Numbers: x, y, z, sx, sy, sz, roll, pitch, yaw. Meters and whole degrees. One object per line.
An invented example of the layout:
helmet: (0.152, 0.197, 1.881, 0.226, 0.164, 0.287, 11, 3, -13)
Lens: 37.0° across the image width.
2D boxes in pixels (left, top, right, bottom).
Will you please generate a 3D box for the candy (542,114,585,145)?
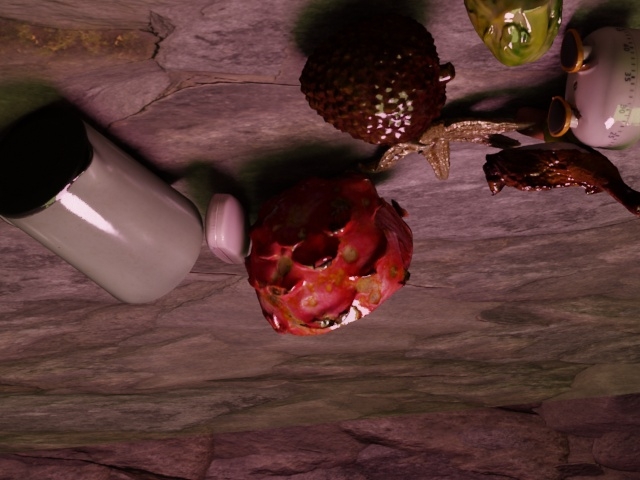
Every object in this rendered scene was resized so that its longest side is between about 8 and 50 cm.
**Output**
candy: (0.548, -0.253, 1.956, 0.199, 0.106, 0.094, -37, 175, -18)

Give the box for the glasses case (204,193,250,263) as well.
glasses case: (-0.193, -0.021, 2.017, 0.075, 0.113, 0.297, 5, 170, 4)

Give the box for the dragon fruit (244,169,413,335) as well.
dragon fruit: (0.000, 0.000, 1.981, 0.386, 0.371, 0.249, -45, 125, -18)

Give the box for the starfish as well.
starfish: (0.244, -0.198, 1.958, 0.375, 0.094, 0.327, -17, 169, 33)

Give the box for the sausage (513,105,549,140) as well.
sausage: (0.470, -0.242, 2.010, 0.154, 0.062, 0.062, 9, 144, -32)

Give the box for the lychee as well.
lychee: (0.099, -0.276, 1.651, 0.271, 0.235, 0.236, 4, 158, 25)

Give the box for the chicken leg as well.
chicken leg: (0.480, -0.127, 1.822, 0.158, 0.407, 0.096, -35, 124, -25)

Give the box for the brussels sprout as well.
brussels sprout: (0.315, -0.386, 1.564, 0.161, 0.223, 0.223, -2, 153, 15)

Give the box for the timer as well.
timer: (0.569, -0.284, 1.799, 0.240, 0.233, 0.233, 4, 148, -6)

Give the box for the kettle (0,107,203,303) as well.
kettle: (-0.470, -0.066, 1.827, 0.361, 0.250, 0.376, 4, 157, 29)
